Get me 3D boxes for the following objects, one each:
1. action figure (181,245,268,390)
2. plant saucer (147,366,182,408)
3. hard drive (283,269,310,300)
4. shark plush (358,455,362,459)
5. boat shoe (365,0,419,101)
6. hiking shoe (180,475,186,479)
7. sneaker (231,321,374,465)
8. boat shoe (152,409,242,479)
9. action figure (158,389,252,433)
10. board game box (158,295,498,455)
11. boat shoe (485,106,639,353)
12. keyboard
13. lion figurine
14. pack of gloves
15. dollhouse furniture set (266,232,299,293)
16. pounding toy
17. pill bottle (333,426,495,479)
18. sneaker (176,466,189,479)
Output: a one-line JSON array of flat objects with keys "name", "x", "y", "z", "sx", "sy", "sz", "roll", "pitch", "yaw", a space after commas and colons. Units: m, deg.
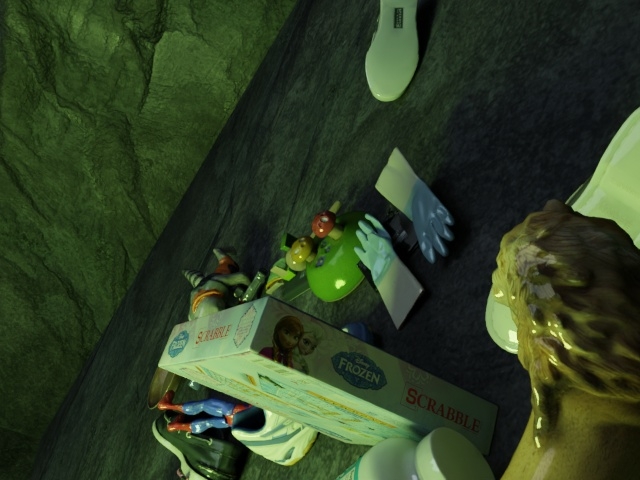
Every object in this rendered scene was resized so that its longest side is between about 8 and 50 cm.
[{"name": "action figure", "x": -0.278, "y": 0.172, "z": 1.699, "sx": 0.341, "sy": 0.178, "sz": 0.330, "roll": -60, "pitch": 12, "yaw": 3}, {"name": "plant saucer", "x": -0.425, "y": 0.382, "z": 1.967, "sx": 0.198, "sy": 0.036, "sz": 0.198, "roll": -49, "pitch": 25, "yaw": 32}, {"name": "hard drive", "x": -0.029, "y": 0.062, "z": 1.455, "sx": 0.135, "sy": 0.022, "sz": 0.094, "roll": -35, "pitch": 35, "yaw": 50}, {"name": "shark plush", "x": 0.083, "y": 0.343, "z": 0.890, "sx": 0.067, "sy": 0.073, "sz": 0.161, "roll": 119, "pitch": 148, "yaw": -67}, {"name": "boat shoe", "x": 0.155, "y": -0.420, "z": 1.498, "sx": 0.102, "sy": 0.108, "sz": 0.301, "roll": 81, "pitch": -167, "yaw": -71}, {"name": "hiking shoe", "x": -0.290, "y": 0.577, "z": 1.221, "sx": 0.304, "sy": 0.113, "sz": 0.132, "roll": -91, "pitch": 14, "yaw": -46}, {"name": "sneaker", "x": -0.032, "y": 0.239, "z": 1.120, "sx": 0.296, "sy": 0.131, "sz": 0.112, "roll": -55, "pitch": 21, "yaw": 17}, {"name": "boat shoe", "x": -0.248, "y": 0.396, "z": 1.432, "sx": 0.113, "sy": 0.127, "sz": 0.340, "roll": -64, "pitch": 23, "yaw": -5}, {"name": "action figure", "x": -0.154, "y": 0.304, "z": 1.323, "sx": 0.280, "sy": 0.091, "sz": 0.139, "roll": -3, "pitch": 27, "yaw": 32}, {"name": "board game box", "x": -0.006, "y": 0.179, "z": 0.876, "sx": 0.318, "sy": 0.318, "sz": 0.066, "roll": -22, "pitch": 44, "yaw": 58}, {"name": "boat shoe", "x": 0.289, "y": -0.004, "z": 0.725, "sx": 0.109, "sy": 0.091, "sz": 0.305, "roll": 45, "pitch": 114, "yaw": 28}, {"name": "keyboard", "x": 0.136, "y": -0.008, "z": 1.171, "sx": 0.192, "sy": 0.038, "sz": 0.100, "roll": -52, "pitch": 47, "yaw": 23}, {"name": "lion figurine", "x": 0.188, "y": 0.184, "z": 0.537, "sx": 0.142, "sy": 0.240, "sz": 0.392, "roll": 3, "pitch": 69, "yaw": 67}, {"name": "pack of gloves", "x": 0.137, "y": -0.005, "z": 1.111, "sx": 0.195, "sy": 0.046, "sz": 0.232, "roll": -64, "pitch": 32, "yaw": 28}, {"name": "dollhouse furniture set", "x": -0.090, "y": 0.048, "z": 1.495, "sx": 0.151, "sy": 0.058, "sz": 0.076, "roll": -41, "pitch": 30, "yaw": 44}, {"name": "pounding toy", "x": 0.000, "y": 0.000, "z": 1.308, "sx": 0.183, "sy": 0.110, "sz": 0.237, "roll": -57, "pitch": 28, "yaw": 2}, {"name": "pill bottle", "x": 0.066, "y": 0.314, "z": 0.760, "sx": 0.264, "sy": 0.146, "sz": 0.146, "roll": -47, "pitch": 26, "yaw": 25}, {"name": "sneaker", "x": -0.263, "y": 0.491, "z": 1.482, "sx": 0.057, "sy": 0.047, "sz": 0.119, "roll": -55, "pitch": 22, "yaw": -20}]
